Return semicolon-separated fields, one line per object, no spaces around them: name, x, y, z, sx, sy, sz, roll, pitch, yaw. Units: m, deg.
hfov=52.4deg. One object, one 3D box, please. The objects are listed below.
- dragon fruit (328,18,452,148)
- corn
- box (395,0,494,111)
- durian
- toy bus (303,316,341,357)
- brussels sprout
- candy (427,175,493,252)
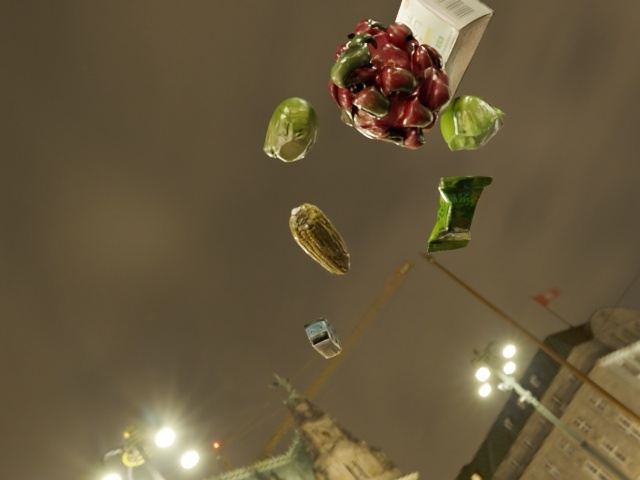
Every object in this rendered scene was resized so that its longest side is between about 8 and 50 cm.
dragon fruit;0.114;-0.249;1.039;0.198;0.273;0.218;-12;-79;2
corn;0.000;0.000;1.977;0.119;0.119;0.322;-43;-46;-7
box;0.273;-0.469;1.641;0.145;0.173;0.333;-34;-21;-30
durian;0.381;-0.300;1.645;0.250;0.139;0.101;-46;-7;-49
toy bus;0.009;0.247;1.627;0.060;0.075;0.123;-26;-30;6
brussels sprout;-0.060;-0.251;1.477;0.117;0.155;0.155;12;-65;-21
candy;0.361;-0.072;1.742;0.149;0.069;0.246;-5;-56;-18
